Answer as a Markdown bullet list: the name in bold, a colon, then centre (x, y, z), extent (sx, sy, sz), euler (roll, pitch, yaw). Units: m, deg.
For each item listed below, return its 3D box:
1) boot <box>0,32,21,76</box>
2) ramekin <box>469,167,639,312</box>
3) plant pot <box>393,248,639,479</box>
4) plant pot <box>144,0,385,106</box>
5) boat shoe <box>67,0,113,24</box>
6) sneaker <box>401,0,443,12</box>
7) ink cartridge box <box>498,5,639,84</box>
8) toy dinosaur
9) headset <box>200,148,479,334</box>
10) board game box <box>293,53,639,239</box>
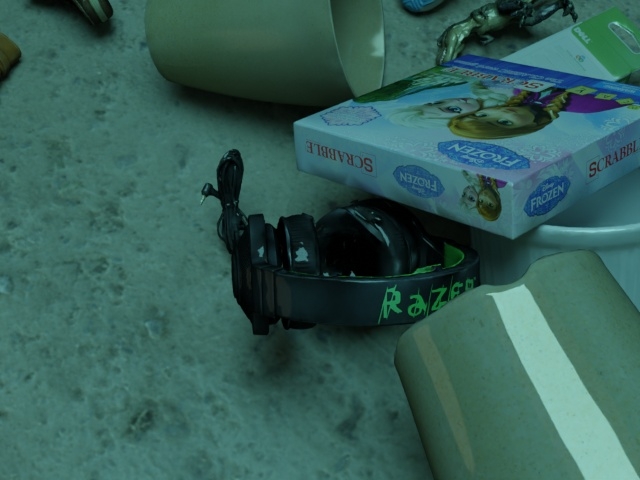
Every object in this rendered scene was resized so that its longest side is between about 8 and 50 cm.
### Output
- **boot**: centre (-0.527, -0.264, 1.514), extent (0.197, 0.073, 0.152), euler (38, 58, -1)
- **ramekin**: centre (0.299, -0.013, 1.244), extent (0.277, 0.135, 0.277), euler (-5, 25, 3)
- **plant pot**: centre (0.228, 0.188, 1.024), extent (0.334, 0.334, 0.305), euler (-22, 74, -12)
- **plant pot**: centre (-0.080, -0.285, 1.443), extent (0.274, 0.256, 0.256), euler (-5, 56, 18)
- **boat shoe**: centre (-0.391, -0.381, 1.590), extent (0.095, 0.095, 0.257), euler (-37, 57, -4)
- **sneaker**: centre (0.195, -0.419, 1.594), extent (0.087, 0.092, 0.228), euler (33, 84, 18)
- **ink cartridge box**: centre (0.338, -0.222, 1.475), extent (0.209, 0.062, 0.109), euler (-27, 61, -15)
- **toy dinosaur**: centre (0.280, -0.318, 1.518), extent (0.268, 0.064, 0.118), euler (-27, 22, -15)
- **headset**: centre (0.000, 0.000, 1.210), extent (0.243, 0.185, 0.394), euler (-8, 12, -35)
- **board game box**: centre (0.191, -0.123, 1.261), extent (0.318, 0.065, 0.319), euler (-27, 33, -37)
